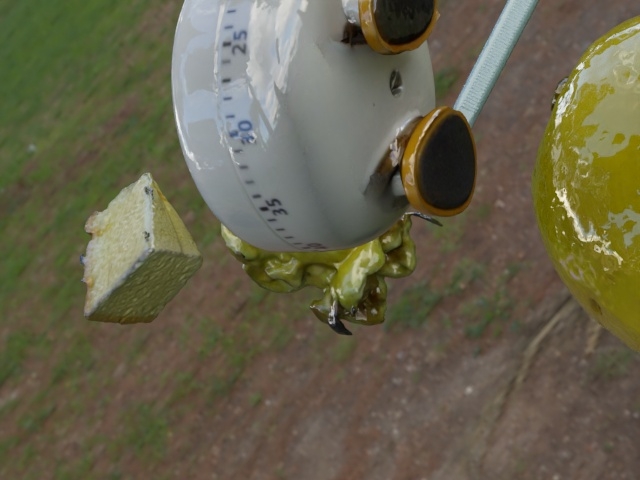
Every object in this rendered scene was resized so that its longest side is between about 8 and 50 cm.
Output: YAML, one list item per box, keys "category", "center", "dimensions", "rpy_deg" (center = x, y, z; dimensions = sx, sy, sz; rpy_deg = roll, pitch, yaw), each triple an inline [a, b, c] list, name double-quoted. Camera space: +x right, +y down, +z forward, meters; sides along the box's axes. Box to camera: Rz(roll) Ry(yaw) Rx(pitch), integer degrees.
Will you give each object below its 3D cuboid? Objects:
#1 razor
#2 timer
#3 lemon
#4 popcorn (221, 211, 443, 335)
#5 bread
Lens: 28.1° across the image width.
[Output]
- category: "razor"
  center: [0.160, -0.169, 1.276]
  dimensions: [0.278, 0.056, 0.111]
  rpy_deg: [-55, 0, -6]
- category: "timer"
  center: [-0.026, -0.106, 0.931]
  dimensions: [0.240, 0.233, 0.233]
  rpy_deg: [-2, 45, 31]
- category: "lemon"
  center: [0.351, -0.046, 1.123]
  dimensions: [0.348, 0.348, 0.348]
  rpy_deg: [-44, 18, 19]
- category: "popcorn"
  center: [-0.002, -0.007, 1.332]
  dimensions: [0.173, 0.195, 0.168]
  rpy_deg: [-44, -32, -26]
- category: "bread"
  center: [-0.147, -0.003, 0.947]
  dimensions: [0.084, 0.080, 0.109]
  rpy_deg: [-43, 64, 18]
